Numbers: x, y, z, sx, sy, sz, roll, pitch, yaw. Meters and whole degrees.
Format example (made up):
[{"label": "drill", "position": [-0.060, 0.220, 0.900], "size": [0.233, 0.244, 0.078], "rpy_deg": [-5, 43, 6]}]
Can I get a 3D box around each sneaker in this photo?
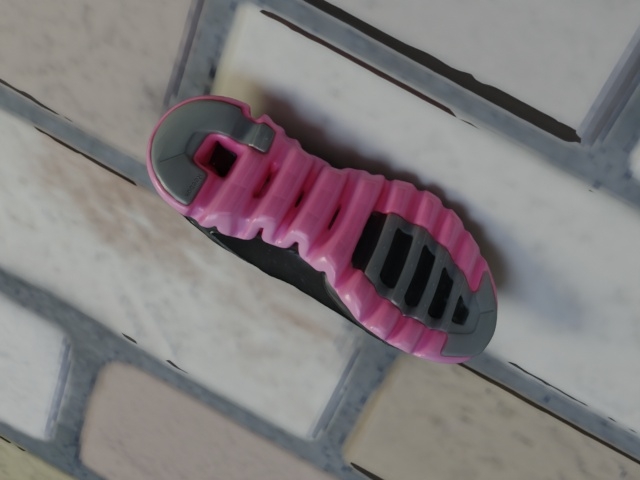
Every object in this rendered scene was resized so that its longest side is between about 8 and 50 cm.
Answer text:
[{"label": "sneaker", "position": [0.000, 0.000, 0.495], "size": [0.119, 0.047, 0.057], "rpy_deg": [33, 162, 0]}]
